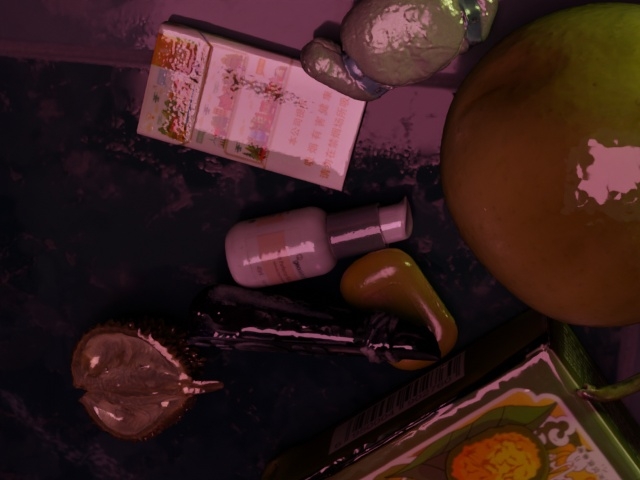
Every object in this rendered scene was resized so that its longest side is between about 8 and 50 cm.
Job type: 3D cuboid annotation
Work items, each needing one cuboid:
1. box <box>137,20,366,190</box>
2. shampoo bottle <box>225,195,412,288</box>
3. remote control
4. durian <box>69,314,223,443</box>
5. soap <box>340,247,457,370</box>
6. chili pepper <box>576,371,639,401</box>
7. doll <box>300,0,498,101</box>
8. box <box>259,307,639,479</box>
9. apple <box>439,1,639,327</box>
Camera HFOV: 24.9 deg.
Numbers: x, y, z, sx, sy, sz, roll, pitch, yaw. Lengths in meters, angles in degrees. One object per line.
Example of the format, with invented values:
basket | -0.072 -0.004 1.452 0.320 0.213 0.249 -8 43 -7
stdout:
box | -0.068 -0.137 1.474 0.220 0.032 0.122 16 110 2
shampoo bottle | 0.000 0.000 1.492 0.192 0.074 0.074 -11 107 11
remote control | -0.007 0.087 1.485 0.265 0.090 0.066 4 84 9
durian | -0.179 0.140 1.555 0.188 0.091 0.148 4 113 31
soap | 0.083 0.072 1.520 0.089 0.045 0.140 -29 105 21
chili pepper | 0.420 0.074 1.413 0.338 0.131 0.134 -46 77 11
doll | 0.084 -0.204 1.406 0.214 0.071 0.103 -28 96 7
box | 0.196 0.329 1.546 0.373 0.138 0.420 -33 102 16
apple | 0.249 -0.064 1.310 0.258 0.233 0.295 -29 92 44
